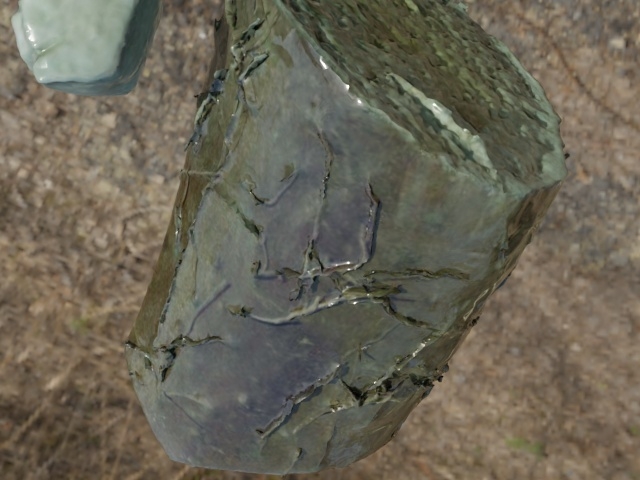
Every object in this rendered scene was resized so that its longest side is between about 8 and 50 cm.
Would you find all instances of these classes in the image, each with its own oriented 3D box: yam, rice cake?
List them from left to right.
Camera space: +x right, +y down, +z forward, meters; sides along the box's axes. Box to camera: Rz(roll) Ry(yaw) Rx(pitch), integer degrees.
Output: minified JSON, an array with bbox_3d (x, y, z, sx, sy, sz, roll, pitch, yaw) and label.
[{"bbox_3d":[-0.095,-0.167,0.516,0.063,0.206,0.069,15,176,1],"label":"rice cake"},{"bbox_3d":[0.004,0.003,0.614,0.202,0.201,0.271,-3,139,-42],"label":"yam"}]
